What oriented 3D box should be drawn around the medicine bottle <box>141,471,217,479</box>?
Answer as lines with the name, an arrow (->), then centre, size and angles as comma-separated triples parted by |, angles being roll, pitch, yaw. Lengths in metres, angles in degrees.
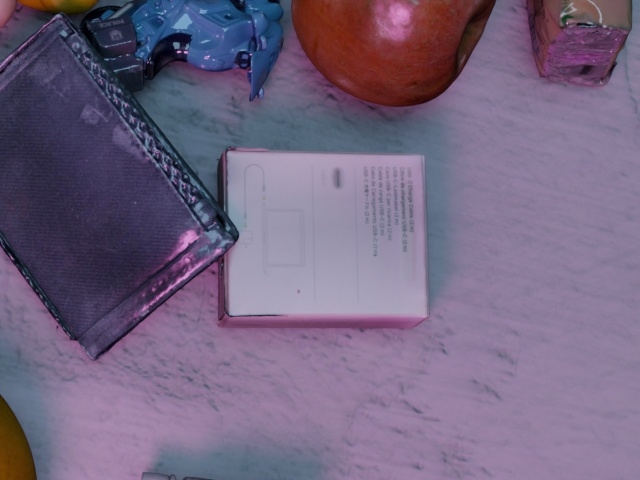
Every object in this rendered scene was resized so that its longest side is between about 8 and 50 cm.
medicine bottle -> -0.116, 0.307, 1.731 | 0.183, 0.119, 0.069 | 7, 79, -6

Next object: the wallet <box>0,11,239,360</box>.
wallet -> -0.280, -0.062, 1.779 | 0.237, 0.075, 0.342 | -39, 84, 11

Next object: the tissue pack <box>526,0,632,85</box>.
tissue pack -> 0.323, -0.346, 1.913 | 0.123, 0.215, 0.257 | -1, 77, 0

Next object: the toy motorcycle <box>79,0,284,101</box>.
toy motorcycle -> -0.160, -0.238, 1.855 | 0.272, 0.123, 0.182 | -16, 59, -15

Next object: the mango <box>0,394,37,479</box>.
mango -> -0.437, 0.312, 1.624 | 0.263, 0.221, 0.378 | 17, 69, -9

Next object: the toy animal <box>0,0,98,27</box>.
toy animal -> -0.383, -0.335, 1.738 | 0.247, 0.345, 0.277 | -47, 122, -26

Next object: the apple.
apple -> 0.085, -0.290, 1.834 | 0.253, 0.253, 0.254 | 2, 77, -9

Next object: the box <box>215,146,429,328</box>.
box -> 0.000, 0.000, 1.828 | 0.251, 0.106, 0.203 | 0, 77, -9
